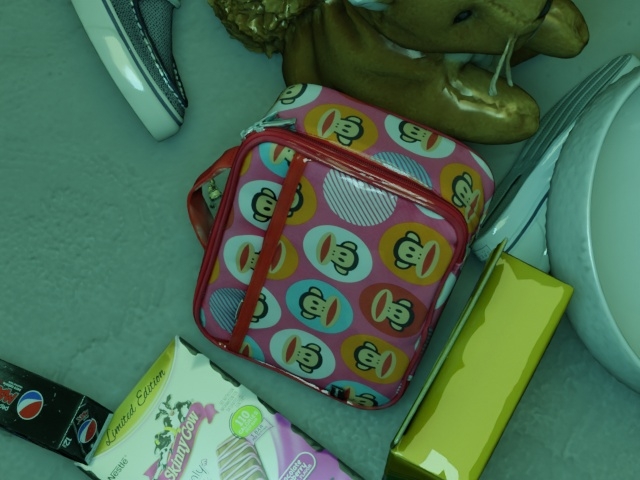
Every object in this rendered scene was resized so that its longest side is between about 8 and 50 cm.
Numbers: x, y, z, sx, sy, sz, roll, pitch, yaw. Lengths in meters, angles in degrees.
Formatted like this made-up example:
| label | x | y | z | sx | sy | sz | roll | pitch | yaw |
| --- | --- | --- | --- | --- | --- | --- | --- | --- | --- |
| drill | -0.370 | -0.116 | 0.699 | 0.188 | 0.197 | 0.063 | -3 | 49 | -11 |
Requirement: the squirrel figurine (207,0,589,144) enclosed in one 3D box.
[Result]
| label | x | y | z | sx | sy | sz | roll | pitch | yaw |
| --- | --- | --- | --- | --- | --- | --- | --- | --- | --- |
| squirrel figurine | 0.050 | -0.234 | 1.703 | 0.397 | 0.370 | 0.281 | 35 | 80 | 9 |

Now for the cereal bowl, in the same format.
| label | x | y | z | sx | sy | sz | roll | pitch | yaw |
| --- | --- | --- | --- | --- | --- | --- | --- | --- | --- |
| cereal bowl | 0.342 | -0.005 | 1.733 | 0.339 | 0.141 | 0.339 | 3 | 83 | -28 |

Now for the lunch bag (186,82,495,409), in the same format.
| label | x | y | z | sx | sy | sz | roll | pitch | yaw |
| --- | --- | --- | --- | --- | --- | --- | --- | --- | --- |
| lunch bag | 0.000 | 0.000 | 1.698 | 0.258 | 0.293 | 0.120 | 24 | 44 | 5 |

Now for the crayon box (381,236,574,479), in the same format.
| label | x | y | z | sx | sy | sz | roll | pitch | yaw |
| --- | --- | --- | --- | --- | --- | --- | --- | --- | --- |
| crayon box | 0.135 | 0.131 | 1.646 | 0.081 | 0.318 | 0.202 | 28 | 80 | 7 |

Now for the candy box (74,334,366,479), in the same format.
| label | x | y | z | sx | sy | sz | roll | pitch | yaw |
| --- | --- | --- | --- | --- | --- | --- | --- | --- | --- |
| candy box | -0.091 | 0.222 | 1.756 | 0.233 | 0.071 | 0.159 | 36 | 81 | 9 |

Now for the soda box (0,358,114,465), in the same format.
| label | x | y | z | sx | sy | sz | roll | pitch | yaw |
| --- | --- | --- | --- | --- | --- | --- | --- | --- | --- |
| soda box | -0.279 | 0.153 | 1.750 | 0.169 | 0.053 | 0.060 | 18 | 76 | 34 |

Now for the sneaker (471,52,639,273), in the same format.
| label | x | y | z | sx | sy | sz | roll | pitch | yaw |
| --- | --- | --- | --- | --- | --- | --- | --- | --- | --- |
| sneaker | 0.245 | -0.065 | 1.817 | 0.091 | 0.094 | 0.258 | 41 | 80 | -16 |

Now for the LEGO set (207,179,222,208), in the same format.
| label | x | y | z | sx | sy | sz | roll | pitch | yaw |
| --- | --- | --- | --- | --- | --- | --- | --- | --- | --- |
| LEGO set | -0.071 | -0.049 | 1.841 | 0.083 | 0.023 | 0.054 | -20 | 78 | -3 |

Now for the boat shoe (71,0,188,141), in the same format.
| label | x | y | z | sx | sy | sz | roll | pitch | yaw |
| --- | --- | --- | --- | --- | --- | --- | --- | --- | --- |
| boat shoe | -0.171 | -0.276 | 1.840 | 0.158 | 0.127 | 0.340 | -27 | 77 | 3 |
